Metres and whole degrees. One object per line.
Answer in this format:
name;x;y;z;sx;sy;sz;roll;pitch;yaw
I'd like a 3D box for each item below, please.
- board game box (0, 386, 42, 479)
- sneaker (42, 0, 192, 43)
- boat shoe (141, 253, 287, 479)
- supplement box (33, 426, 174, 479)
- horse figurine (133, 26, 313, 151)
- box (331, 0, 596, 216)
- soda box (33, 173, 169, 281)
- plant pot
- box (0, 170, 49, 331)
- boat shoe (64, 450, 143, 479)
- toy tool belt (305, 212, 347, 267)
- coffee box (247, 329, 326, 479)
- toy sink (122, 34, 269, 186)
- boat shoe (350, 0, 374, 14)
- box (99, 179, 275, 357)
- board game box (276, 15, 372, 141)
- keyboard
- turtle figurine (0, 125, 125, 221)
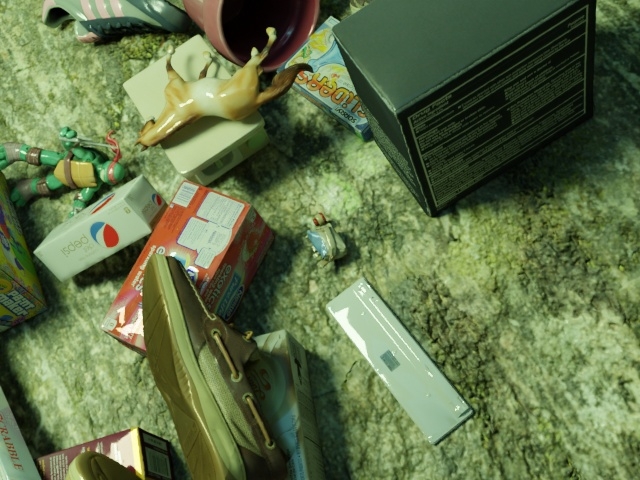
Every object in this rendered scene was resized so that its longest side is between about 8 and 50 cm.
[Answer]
board game box;-0.565;0.336;1.196;0.318;0.066;0.319;-47;51;6
sneaker;-0.374;-0.405;1.530;0.319;0.112;0.131;24;92;27
boat shoe;-0.137;0.164;1.084;0.123;0.123;0.342;-8;57;-31
supplement box;-0.310;0.331;1.167;0.188;0.104;0.081;-19;62;7
horse figurine;-0.148;-0.227;1.243;0.263;0.066;0.175;-3;56;17
box;0.208;-0.232;1.161;0.296;0.294;0.183;-32;62;0
soda box;-0.337;-0.017;1.294;0.216;0.069;0.074;-26;24;30
plant pot;-0.132;-0.399;1.405;0.201;0.201;0.180;-49;47;-9
box;-0.630;0.021;1.339;0.279;0.177;0.290;-26;64;-4
boat shoe;-0.217;0.418;1.039;0.110;0.121;0.341;-38;88;9
toy tool belt;0.000;0.000;1.255;0.051;0.052;0.083;-31;61;-8
coffee box;-0.080;0.262;1.133;0.141;0.098;0.247;-15;63;10
toy sink;-0.183;-0.185;1.346;0.152;0.131;0.234;-35;58;-4
boat shoe;0.129;-0.390;1.306;0.103;0.092;0.285;-43;33;-14
box;-0.190;0.059;1.243;0.128;0.123;0.257;20;74;23
board game box;0.044;-0.265;1.370;0.201;0.035;0.136;39;81;27
keyboard;0.105;0.162;1.176;0.072;0.014;0.256;-40;62;2
turtle figurine;-0.412;-0.108;1.392;0.234;0.118;0.175;3;108;19
